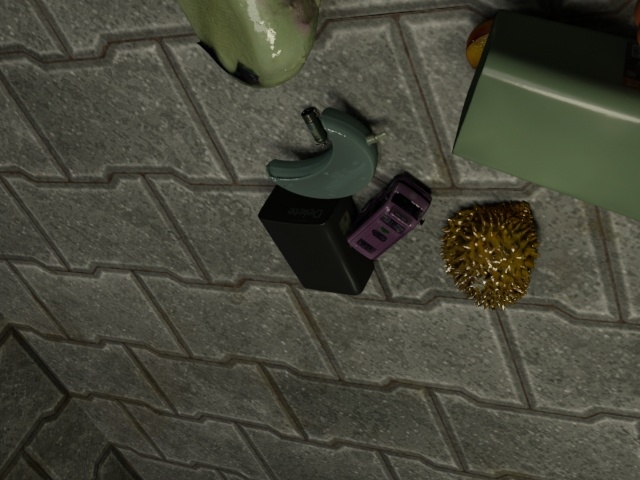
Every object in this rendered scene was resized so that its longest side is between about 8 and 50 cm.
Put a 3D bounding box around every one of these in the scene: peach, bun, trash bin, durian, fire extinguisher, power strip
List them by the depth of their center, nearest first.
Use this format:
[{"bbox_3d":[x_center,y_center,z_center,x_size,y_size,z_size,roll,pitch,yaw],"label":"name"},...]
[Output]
[{"bbox_3d":[0.378,-0.171,1.273,0.343,0.158,0.223,16,143,2],"label":"trash bin"},{"bbox_3d":[0.263,-0.291,1.345,0.098,0.061,0.098,10,154,5],"label":"peach"},{"bbox_3d":[-0.097,-0.386,1.390,0.293,0.187,0.293,44,157,24],"label":"bun"},{"bbox_3d":[0.024,-0.152,1.657,0.167,0.054,0.253,26,145,-24],"label":"power strip"},{"bbox_3d":[0.299,0.044,1.666,0.183,0.138,0.250,13,147,9],"label":"durian"},{"bbox_3d":[-0.004,-0.205,1.666,0.038,0.025,0.083,-17,127,17],"label":"fire extinguisher"},{"bbox_3d":[0.000,0.000,1.834,0.165,0.115,0.225,6,139,31],"label":"trash bin"}]

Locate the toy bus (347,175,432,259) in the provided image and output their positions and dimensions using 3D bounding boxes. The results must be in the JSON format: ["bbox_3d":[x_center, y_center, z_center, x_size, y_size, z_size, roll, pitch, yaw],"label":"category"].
[{"bbox_3d":[0.128,-0.039,1.707,0.087,0.098,0.178,37,143,-7],"label":"toy bus"}]

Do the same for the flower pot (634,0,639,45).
[{"bbox_3d":[0.484,-0.293,1.103,0.190,0.190,0.173,31,155,-1],"label":"flower pot"}]
